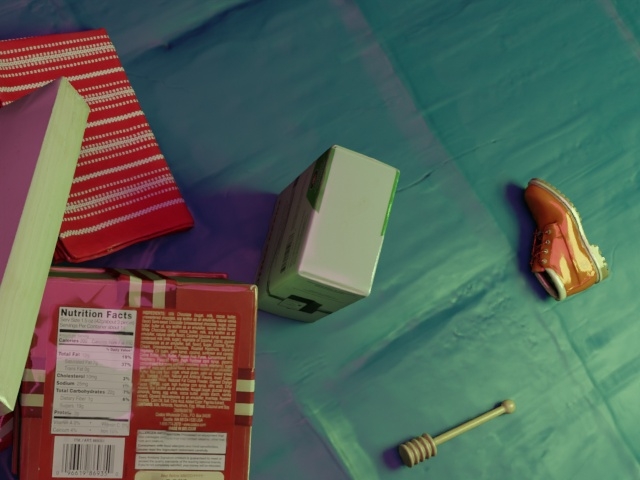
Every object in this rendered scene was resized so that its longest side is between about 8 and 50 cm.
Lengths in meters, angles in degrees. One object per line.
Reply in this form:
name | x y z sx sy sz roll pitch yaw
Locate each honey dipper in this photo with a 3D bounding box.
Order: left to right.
honey dipper | 0.168 0.227 1.421 0.161 0.030 0.030 -23 84 -21

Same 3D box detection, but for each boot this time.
boot | 0.292 -0.001 1.496 0.085 0.059 0.158 -30 87 -15

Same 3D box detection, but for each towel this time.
towel | -0.267 -0.113 1.339 0.199 0.031 0.274 -18 80 -46

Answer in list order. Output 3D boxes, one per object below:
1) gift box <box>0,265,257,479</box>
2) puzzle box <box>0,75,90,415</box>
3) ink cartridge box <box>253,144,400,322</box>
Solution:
gift box | -0.211 0.160 1.216 0.255 0.258 0.276 8 90 -15
puzzle box | -0.366 0.030 1.117 0.052 0.272 0.409 51 27 -36
ink cartridge box | 0.000 0.000 1.335 0.087 0.208 0.153 19 73 -14
